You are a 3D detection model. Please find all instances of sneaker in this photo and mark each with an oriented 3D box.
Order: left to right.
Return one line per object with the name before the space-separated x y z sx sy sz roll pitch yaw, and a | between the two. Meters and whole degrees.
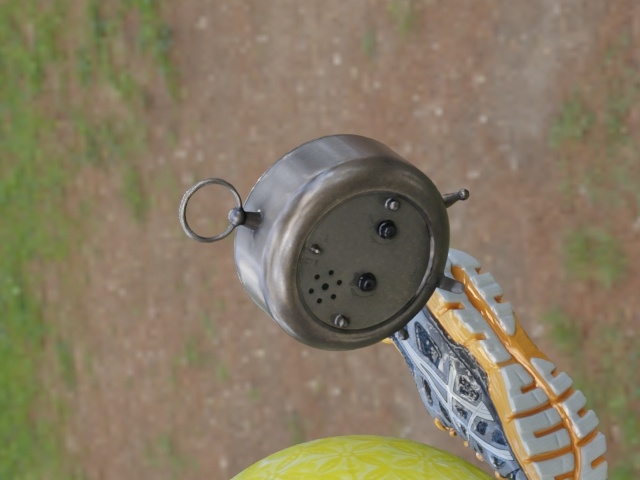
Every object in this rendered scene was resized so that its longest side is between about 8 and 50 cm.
sneaker | 0.117 0.111 1.210 0.083 0.084 0.215 -45 66 36

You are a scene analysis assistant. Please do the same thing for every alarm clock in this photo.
alarm clock | 0.000 0.000 1.086 0.064 0.192 0.129 43 115 58

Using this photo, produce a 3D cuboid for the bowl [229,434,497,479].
bowl | 0.033 0.259 1.025 0.156 0.289 0.289 137 127 -83
